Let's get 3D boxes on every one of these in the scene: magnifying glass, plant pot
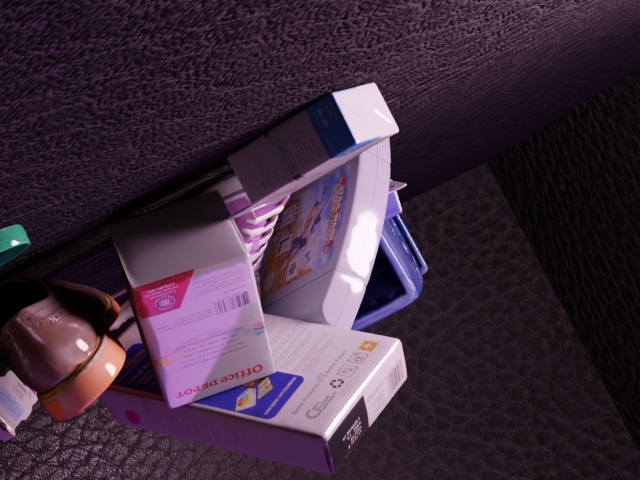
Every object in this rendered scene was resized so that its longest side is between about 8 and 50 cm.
[{"bbox_3d":[-0.360,0.047,1.427,0.231,0.026,0.092,-30,177,11],"label":"magnifying glass"},{"bbox_3d":[0.037,0.025,2.712,0.236,0.236,0.212,-29,-178,20],"label":"plant pot"}]

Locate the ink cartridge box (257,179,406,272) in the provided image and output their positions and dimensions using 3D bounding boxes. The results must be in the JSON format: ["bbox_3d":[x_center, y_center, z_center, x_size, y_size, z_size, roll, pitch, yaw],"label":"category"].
[{"bbox_3d":[-0.048,-0.004,2.216,0.304,0.072,0.307,-26,-165,-10],"label":"ink cartridge box"}]

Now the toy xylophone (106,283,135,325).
[{"bbox_3d":[-0.202,0.060,2.543,0.236,0.081,0.323,-25,176,-39],"label":"toy xylophone"}]

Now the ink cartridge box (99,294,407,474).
[{"bbox_3d":[-0.105,0.151,1.809,0.371,0.069,0.176,11,-141,29],"label":"ink cartridge box"}]

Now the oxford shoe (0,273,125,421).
[{"bbox_3d":[-0.303,0.080,1.763,0.130,0.133,0.364,-45,-163,-6],"label":"oxford shoe"}]

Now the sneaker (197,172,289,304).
[{"bbox_3d":[-0.085,0.007,1.888,0.102,0.161,0.282,-23,174,-38],"label":"sneaker"}]

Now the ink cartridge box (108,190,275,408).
[{"bbox_3d":[-0.137,0.064,1.728,0.128,0.176,0.127,-18,-142,-10],"label":"ink cartridge box"}]

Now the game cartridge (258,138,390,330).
[{"bbox_3d":[0.000,0.000,1.947,0.198,0.062,0.297,-36,-146,50],"label":"game cartridge"}]

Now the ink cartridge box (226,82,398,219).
[{"bbox_3d":[-0.021,-0.092,1.671,0.180,0.060,0.104,-29,177,29],"label":"ink cartridge box"}]

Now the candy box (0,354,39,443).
[{"bbox_3d":[-0.439,0.200,2.203,0.159,0.071,0.233,-29,-161,32],"label":"candy box"}]
